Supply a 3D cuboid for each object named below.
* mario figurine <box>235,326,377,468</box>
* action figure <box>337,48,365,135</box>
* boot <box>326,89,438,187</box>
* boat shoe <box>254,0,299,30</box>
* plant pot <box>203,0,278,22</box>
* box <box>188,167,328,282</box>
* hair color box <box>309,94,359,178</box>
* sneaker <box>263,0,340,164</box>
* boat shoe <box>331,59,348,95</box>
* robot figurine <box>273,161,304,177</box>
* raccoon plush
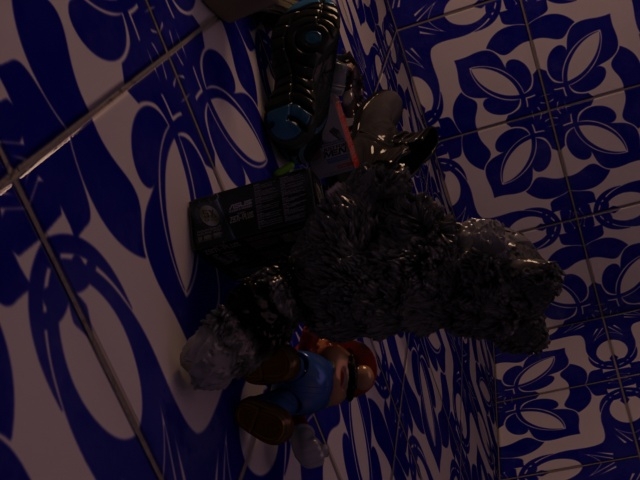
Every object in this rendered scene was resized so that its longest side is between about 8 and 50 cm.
[{"bbox_3d":[0.009,0.200,1.342,0.170,0.198,0.320,44,15,15],"label":"mario figurine"},{"bbox_3d":[0.074,-0.346,2.273,0.185,0.099,0.285,41,33,-52],"label":"action figure"},{"bbox_3d":[0.171,-0.228,2.061,0.118,0.223,0.338,59,45,-32],"label":"boot"},{"bbox_3d":[-0.087,-0.449,1.829,0.223,0.080,0.073,13,84,-68],"label":"boat shoe"},{"bbox_3d":[-0.150,-0.439,1.545,0.096,0.109,0.109,-6,82,-62],"label":"plant pot"},{"bbox_3d":[-0.069,-0.017,1.279,0.147,0.180,0.077,44,34,-62],"label":"box"},{"bbox_3d":[0.011,-0.218,1.918,0.053,0.093,0.167,-50,123,-71],"label":"hair color box"},{"bbox_3d":[-0.035,-0.308,1.765,0.139,0.125,0.340,70,31,-64],"label":"sneaker"},{"bbox_3d":[0.004,-0.370,1.905,0.227,0.079,0.081,53,-53,54],"label":"boat shoe"},{"bbox_3d":[-0.040,-0.091,1.664,0.101,0.067,0.115,60,18,-10],"label":"robot figurine"},{"bbox_3d":[0.090,0.110,1.155,0.299,0.446,0.216,36,-18,27],"label":"raccoon plush"}]
